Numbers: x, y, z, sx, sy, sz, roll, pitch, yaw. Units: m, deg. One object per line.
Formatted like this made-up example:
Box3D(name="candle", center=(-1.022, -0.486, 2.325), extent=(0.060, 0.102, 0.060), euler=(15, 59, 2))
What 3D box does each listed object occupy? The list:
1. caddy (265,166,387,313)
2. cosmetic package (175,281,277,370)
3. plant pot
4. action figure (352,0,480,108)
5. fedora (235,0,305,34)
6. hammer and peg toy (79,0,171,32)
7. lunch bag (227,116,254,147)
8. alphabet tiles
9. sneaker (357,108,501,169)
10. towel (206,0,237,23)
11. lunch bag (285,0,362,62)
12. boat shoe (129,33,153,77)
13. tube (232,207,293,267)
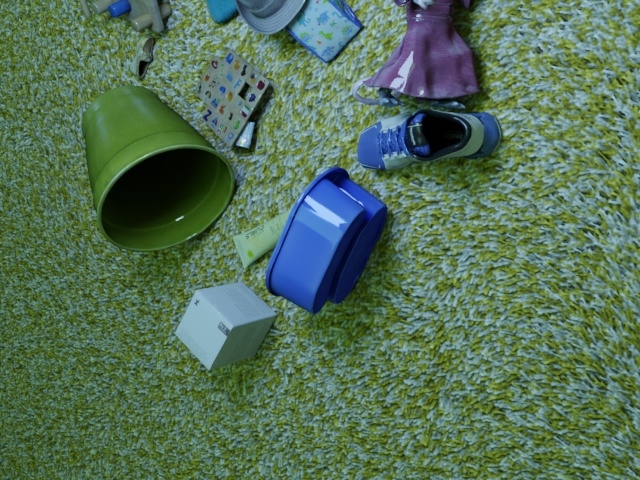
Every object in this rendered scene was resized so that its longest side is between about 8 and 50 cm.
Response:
Box3D(name="caddy", center=(0.000, 0.000, 1.563), extent=(0.179, 0.241, 0.341), euler=(32, 111, 21))
Box3D(name="cosmetic package", center=(-0.246, 0.219, 1.782), extent=(0.151, 0.184, 0.151), euler=(40, 115, 26))
Box3D(name="plant pot", center=(-0.472, -0.220, 1.827), extent=(0.366, 0.366, 0.353), euler=(-52, 55, 26))
Box3D(name="action figure", center=(0.234, -0.463, 1.423), extent=(0.276, 0.248, 0.370), euler=(16, 106, 60))
Box3D(name="fedora", center=(-0.148, -0.625, 1.564), extent=(0.244, 0.124, 0.275), euler=(-36, 60, 34))
Box3D(name="hammer and peg toy", center=(-0.587, -0.742, 1.914), extent=(0.361, 0.127, 0.266), euler=(29, 146, 30))
Box3D(name="lunch bag", center=(-0.207, -0.282, 1.791), extent=(0.083, 0.053, 0.071), euler=(19, 103, 42))
Box3D(name="alphabet tiles", center=(-0.248, -0.388, 1.801), extent=(0.237, 0.009, 0.198), euler=(45, 110, 35))
Box3D(name="sneaker", center=(0.199, -0.223, 1.439), extent=(0.316, 0.182, 0.127), euler=(-2, 92, 34))
Box3D(name="towel", center=(-0.186, -0.753, 1.720), extent=(0.370, 0.040, 0.271), euler=(-23, 81, 40))
Box3D(name="lunch bag", center=(0.005, -0.513, 1.601), extent=(0.151, 0.096, 0.129), euler=(44, 121, -9))
Box3D(name="boat shoe", center=(-0.510, -0.534, 1.981), extent=(0.045, 0.050, 0.135), euler=(45, 127, 19))
Box3D(name="tube", center=(-0.138, -0.010, 1.767), extent=(0.240, 0.062, 0.070), euler=(-27, 38, 38))
